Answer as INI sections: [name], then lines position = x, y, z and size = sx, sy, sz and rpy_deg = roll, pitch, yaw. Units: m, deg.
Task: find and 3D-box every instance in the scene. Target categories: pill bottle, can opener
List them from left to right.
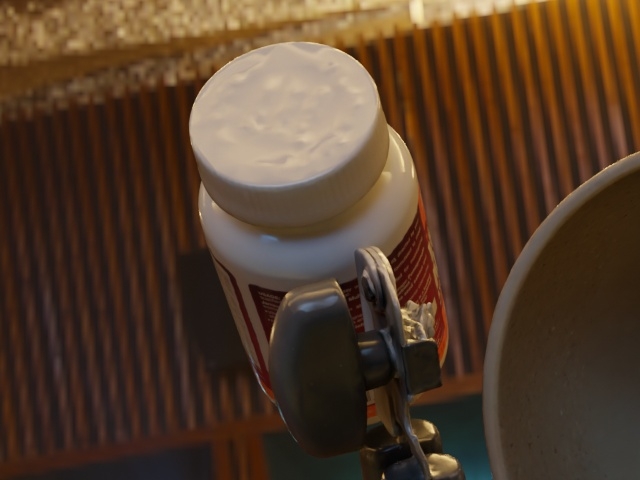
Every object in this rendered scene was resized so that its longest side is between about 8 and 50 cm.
[pill bottle]
position = 0.000, 0.000, 1.091
size = 0.121, 0.121, 0.221
rpy_deg = -7, -38, 6
[can opener]
position = 0.033, 0.131, 1.030
size = 0.093, 0.074, 0.280
rpy_deg = -16, -63, -7

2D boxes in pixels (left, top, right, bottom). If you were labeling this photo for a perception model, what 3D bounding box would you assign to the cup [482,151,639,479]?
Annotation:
[cup]
position = 0.291, 0.083, 1.082
size = 0.331, 0.331, 0.237
rpy_deg = -29, -5, 38
